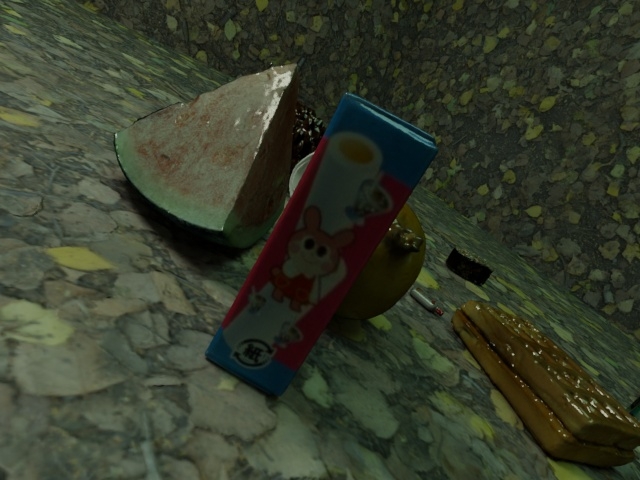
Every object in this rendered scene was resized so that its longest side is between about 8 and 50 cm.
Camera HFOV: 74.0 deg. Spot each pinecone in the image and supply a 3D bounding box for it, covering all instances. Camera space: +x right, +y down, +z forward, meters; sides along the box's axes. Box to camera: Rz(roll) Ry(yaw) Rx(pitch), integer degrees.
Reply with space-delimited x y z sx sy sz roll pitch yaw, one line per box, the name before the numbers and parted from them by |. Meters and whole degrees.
pinecone | -0.067 -0.248 1.129 0.221 0.221 0.221 28 19 -11

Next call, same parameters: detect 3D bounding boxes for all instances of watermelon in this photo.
watermelon | -0.121 -0.108 0.679 0.283 0.292 0.250 1 65 -58

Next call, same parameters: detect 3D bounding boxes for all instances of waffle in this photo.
waffle | 0.408 0.250 0.799 0.224 0.098 0.327 24 21 -27

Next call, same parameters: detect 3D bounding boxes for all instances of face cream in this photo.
face cream | 0.234 0.134 0.930 0.083 0.021 0.040 42 22 26

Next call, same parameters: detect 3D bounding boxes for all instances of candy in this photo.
candy | -0.001 -0.001 0.466 0.100 0.306 0.157 31 19 -1

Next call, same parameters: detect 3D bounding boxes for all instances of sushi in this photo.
sushi | 0.473 0.077 1.351 0.150 0.078 0.090 26 20 -14

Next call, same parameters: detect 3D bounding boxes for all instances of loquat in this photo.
loquat | 0.066 0.013 0.646 0.213 0.213 0.246 23 -18 -23

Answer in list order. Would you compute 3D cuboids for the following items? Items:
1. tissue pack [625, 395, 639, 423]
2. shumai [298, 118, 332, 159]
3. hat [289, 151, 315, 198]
tissue pack | 0.759 0.389 0.962 0.085 0.111 0.079 41 20 26
shumai | 0.089 -0.260 1.320 0.309 0.263 0.304 32 21 0
hat | 0.026 -0.123 1.057 0.203 0.203 0.126 32 2 0
